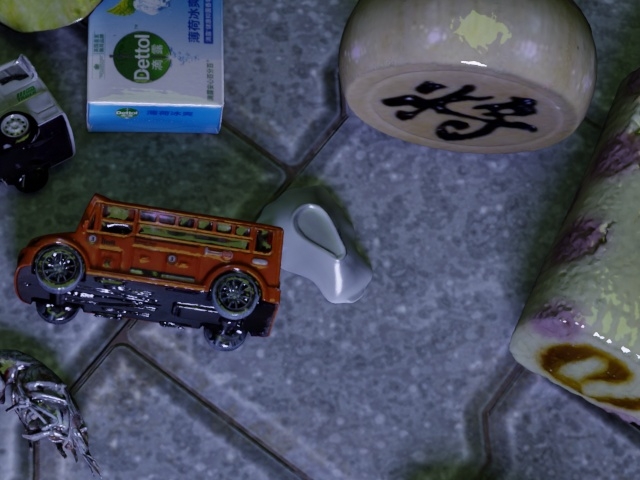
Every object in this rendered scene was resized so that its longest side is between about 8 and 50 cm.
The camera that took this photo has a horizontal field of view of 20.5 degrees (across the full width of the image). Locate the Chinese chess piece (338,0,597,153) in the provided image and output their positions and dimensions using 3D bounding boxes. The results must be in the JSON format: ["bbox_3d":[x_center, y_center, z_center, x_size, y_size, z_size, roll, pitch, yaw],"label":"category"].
[{"bbox_3d":[0.145,-0.173,1.753,0.257,0.257,0.104,10,73,-3],"label":"Chinese chess piece"}]

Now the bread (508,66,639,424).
[{"bbox_3d":[0.333,0.001,1.765,0.187,0.155,0.338,28,65,-4],"label":"bread"}]

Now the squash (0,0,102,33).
[{"bbox_3d":[-0.311,-0.317,1.838,0.237,0.155,0.204,-18,28,10],"label":"squash"}]

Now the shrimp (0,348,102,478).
[{"bbox_3d":[-0.261,0.164,1.678,0.065,0.056,0.165,-27,63,-32],"label":"shrimp"}]

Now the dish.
[{"bbox_3d":[0.000,0.000,1.784,0.091,0.039,0.137,-34,75,-18],"label":"dish"}]

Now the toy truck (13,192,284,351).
[{"bbox_3d":[-0.165,0.027,1.717,0.252,0.107,0.114,10,67,-5],"label":"toy truck"}]

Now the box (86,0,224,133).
[{"bbox_3d":[-0.171,-0.212,1.828,0.139,0.073,0.194,0,69,-7],"label":"box"}]

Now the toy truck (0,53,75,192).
[{"bbox_3d":[-0.371,-0.085,1.741,0.242,0.101,0.125,-28,63,-14],"label":"toy truck"}]
